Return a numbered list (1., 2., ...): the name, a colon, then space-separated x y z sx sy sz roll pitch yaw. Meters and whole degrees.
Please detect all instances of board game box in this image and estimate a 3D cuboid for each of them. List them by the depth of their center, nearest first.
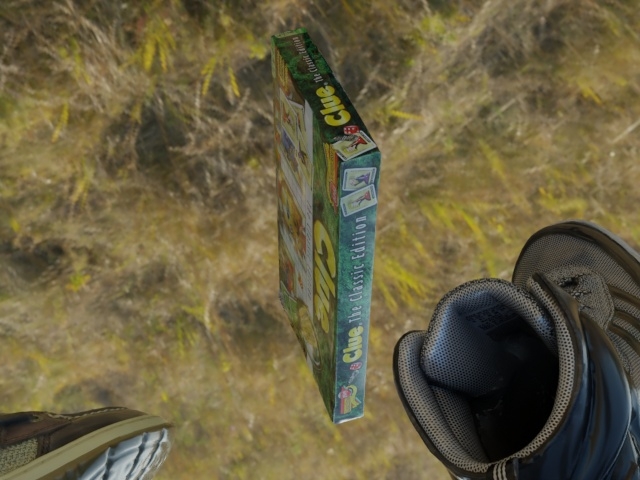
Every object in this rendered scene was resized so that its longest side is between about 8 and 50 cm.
1. board game box: 0.000 0.000 0.641 0.030 0.136 0.259 -16 137 -16

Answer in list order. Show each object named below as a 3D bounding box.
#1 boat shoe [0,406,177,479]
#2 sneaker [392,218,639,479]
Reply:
1. boat shoe: -0.133 0.097 0.350 0.080 0.073 0.223 -61 166 14
2. sneaker: 0.115 0.050 0.458 0.101 0.268 0.153 -31 121 26
